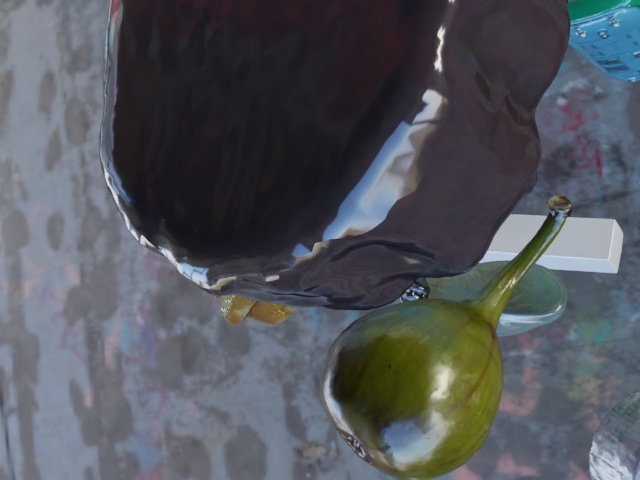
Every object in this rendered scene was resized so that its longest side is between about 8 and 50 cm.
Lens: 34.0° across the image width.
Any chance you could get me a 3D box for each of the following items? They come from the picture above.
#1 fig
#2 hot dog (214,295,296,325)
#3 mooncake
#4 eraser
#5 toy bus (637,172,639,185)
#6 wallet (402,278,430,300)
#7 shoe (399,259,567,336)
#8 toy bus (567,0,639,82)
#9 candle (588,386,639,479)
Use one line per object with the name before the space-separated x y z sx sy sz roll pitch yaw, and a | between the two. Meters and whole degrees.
fig | 0.099 0.059 0.743 0.124 0.124 0.236 24 68 44
hot dog | -0.065 0.047 1.231 0.269 0.109 0.072 137 135 -67
mooncake | 0.005 -0.101 0.560 0.283 0.141 0.283 -7 80 46
eraser | 0.373 0.002 1.849 0.298 0.078 0.076 3 71 29
toy bus | 0.533 -0.145 1.462 0.094 0.079 0.236 -113 33 -43
wallet | 0.000 -0.001 1.105 0.124 0.244 0.025 -84 16 -78
shoe | 0.191 0.075 1.235 0.195 0.078 0.079 1 54 15
toy bus | 0.481 -0.385 1.685 0.183 0.343 0.199 -13 71 35
candle | 0.300 0.157 0.765 0.168 0.192 0.068 -57 23 3
